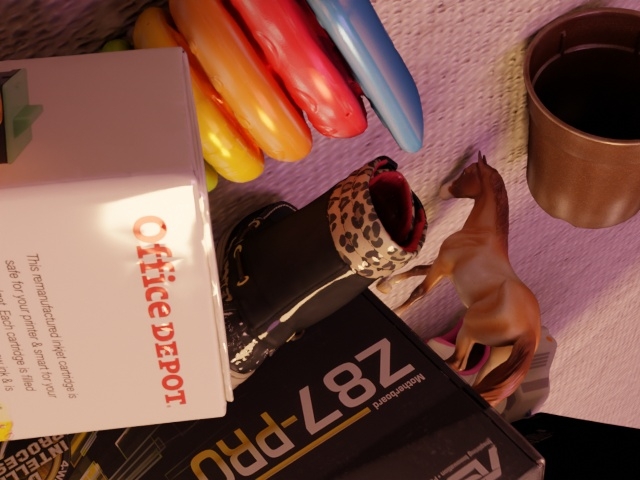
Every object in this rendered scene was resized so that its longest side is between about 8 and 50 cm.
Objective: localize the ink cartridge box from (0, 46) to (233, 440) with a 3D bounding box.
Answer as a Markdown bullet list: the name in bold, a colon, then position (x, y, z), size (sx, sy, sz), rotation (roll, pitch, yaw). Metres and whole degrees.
- **ink cartridge box**: position (-0.197, 0.013, 0.596), size (0.278, 0.117, 0.201), rotation (-6, 136, -5)

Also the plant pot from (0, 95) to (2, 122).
- **plant pot**: position (-0.264, -0.112, 0.446), size (0.188, 0.205, 0.205), rotation (-21, 141, -7)

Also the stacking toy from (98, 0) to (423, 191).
- **stacking toy**: position (-0.101, -0.081, 0.692), size (0.302, 0.175, 0.166), rotation (-32, 138, 6)

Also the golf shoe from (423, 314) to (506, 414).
- **golf shoe**: position (0.091, 0.179, 1.174), size (0.306, 0.115, 0.140), rotation (-27, 134, -36)

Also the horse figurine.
- **horse figurine**: position (0.136, 0.060, 0.981), size (0.174, 0.263, 0.066), rotation (-37, 131, 19)

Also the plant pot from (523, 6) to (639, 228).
- **plant pot**: position (0.271, -0.107, 1.018), size (0.167, 0.167, 0.165), rotation (-33, 151, -17)

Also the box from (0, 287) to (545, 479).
- **box**: position (-0.081, 0.191, 0.816), size (0.395, 0.318, 0.097), rotation (-29, 141, -20)

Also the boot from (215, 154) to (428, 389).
- **boot**: position (0.001, 0.002, 0.781), size (0.178, 0.085, 0.236), rotation (-36, -168, 24)

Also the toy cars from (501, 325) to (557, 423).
- **toy cars**: position (0.170, 0.272, 1.351), size (0.394, 0.087, 0.176), rotation (-40, 145, -7)

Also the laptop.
- **laptop**: position (0.212, 0.340, 1.172), size (0.382, 0.408, 0.236), rotation (-3, 96, -54)
